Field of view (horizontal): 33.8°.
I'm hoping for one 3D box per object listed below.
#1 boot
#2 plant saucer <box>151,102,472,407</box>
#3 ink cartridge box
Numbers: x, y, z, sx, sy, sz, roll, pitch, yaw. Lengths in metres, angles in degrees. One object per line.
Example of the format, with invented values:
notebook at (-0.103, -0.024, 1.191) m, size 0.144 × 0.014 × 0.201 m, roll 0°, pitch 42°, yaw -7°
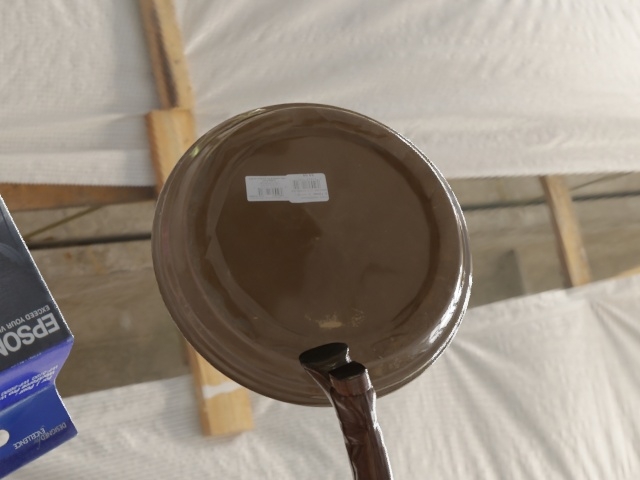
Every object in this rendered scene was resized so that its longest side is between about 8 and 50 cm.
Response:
boot at (0.022, 0.135, 0.744) m, size 0.037 × 0.106 × 0.114 m, roll -19°, pitch -76°, yaw -10°
plant saucer at (0.000, 0.000, 0.878) m, size 0.278 × 0.041 × 0.277 m, roll 5°, pitch -114°, yaw -11°
ink cartridge box at (-0.293, 0.022, 0.744) m, size 0.165 × 0.065 × 0.332 m, roll -30°, pitch -87°, yaw -47°
